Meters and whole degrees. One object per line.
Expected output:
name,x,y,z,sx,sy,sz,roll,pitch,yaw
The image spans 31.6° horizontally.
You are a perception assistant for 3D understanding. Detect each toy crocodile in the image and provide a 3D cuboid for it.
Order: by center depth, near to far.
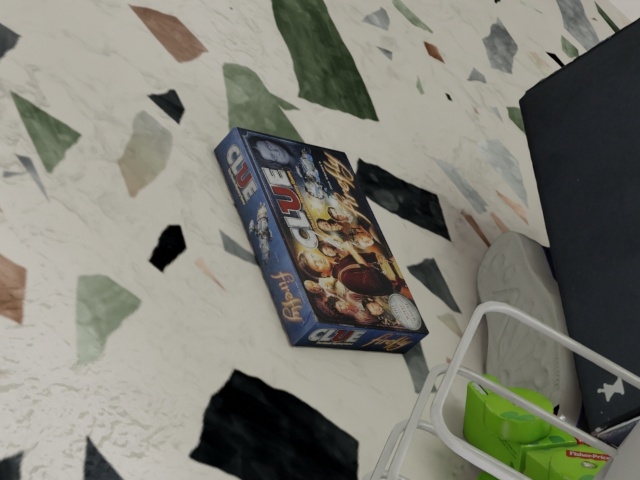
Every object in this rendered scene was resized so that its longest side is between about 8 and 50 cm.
toy crocodile,0.218,0.216,1.011,0.105,0.115,0.340,-4,17,-17

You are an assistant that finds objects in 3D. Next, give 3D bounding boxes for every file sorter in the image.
file sorter,0.112,0.211,0.811,0.173,0.277,0.193,30,32,4

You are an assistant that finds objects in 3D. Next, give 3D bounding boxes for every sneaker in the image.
sneaker,0.308,0.136,1.283,0.236,0.130,0.323,27,31,-20

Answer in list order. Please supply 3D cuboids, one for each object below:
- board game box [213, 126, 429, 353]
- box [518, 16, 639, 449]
board game box,0.000,0.000,1.162,0.165,0.042,0.243,8,48,-44
box,0.499,0.046,1.262,0.472,0.297,0.480,31,39,-34
